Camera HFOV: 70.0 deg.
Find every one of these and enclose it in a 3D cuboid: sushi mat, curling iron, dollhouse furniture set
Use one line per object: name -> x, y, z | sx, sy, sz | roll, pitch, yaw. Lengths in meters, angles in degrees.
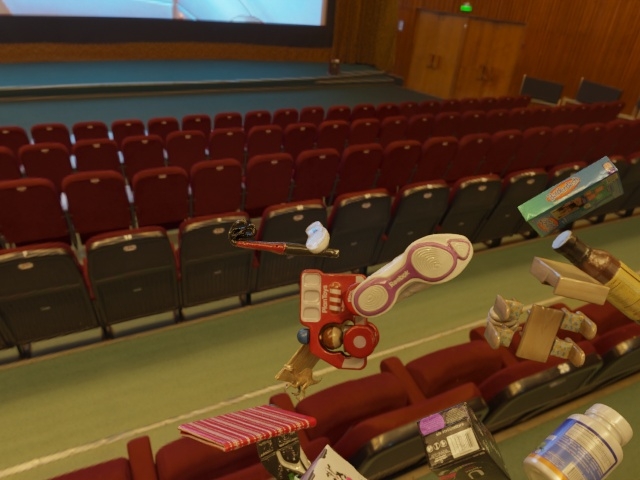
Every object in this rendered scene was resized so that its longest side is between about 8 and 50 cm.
sushi mat -> -0.014, 0.353, 1.537 | 0.019, 0.151, 0.316 | 35, 84, 40
curling iron -> -0.090, 0.005, 1.066 | 0.274, 0.068, 0.035 | 13, 15, 11
dollhouse furniture set -> 0.541, 0.182, 1.073 | 0.212, 0.242, 0.161 | 12, 15, 1

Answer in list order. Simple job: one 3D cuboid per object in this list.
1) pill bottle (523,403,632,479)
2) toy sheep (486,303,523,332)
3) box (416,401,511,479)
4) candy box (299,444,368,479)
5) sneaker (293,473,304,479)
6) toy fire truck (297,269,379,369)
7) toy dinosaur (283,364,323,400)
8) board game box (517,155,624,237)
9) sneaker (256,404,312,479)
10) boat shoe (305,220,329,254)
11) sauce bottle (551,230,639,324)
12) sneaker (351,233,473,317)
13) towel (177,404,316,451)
pill bottle -> 0.687, 0.562, 1.211 | 0.272, 0.152, 0.152 | -33, 44, -17
toy sheep -> 0.497, 0.220, 1.240 | 0.091, 0.132, 0.091 | -10, 27, 5
box -> 0.417, 0.615, 1.326 | 0.165, 0.270, 0.143 | -29, 37, 15
candy box -> 0.048, 0.318, 0.453 | 0.196, 0.070, 0.165 | 38, 1, 12
sneaker -> 0.029, 0.781, 1.378 | 0.256, 0.151, 0.094 | 12, -9, -10
toy fire truck -> 0.055, 0.245, 1.433 | 0.254, 0.302, 0.169 | 1, -4, 12
toy dinosaur -> -0.049, 0.424, 1.354 | 0.053, 0.183, 0.092 | 23, 79, 46
board game box -> 0.597, -0.096, 1.089 | 0.160, 0.210, 0.047 | 22, 40, -51
sneaker -> -0.130, 0.887, 1.856 | 0.169, 0.257, 0.447 | -25, 73, -8
boat shoe -> 0.000, 0.000, 0.906 | 0.049, 0.040, 0.142 | -33, 18, 7
sauce bottle -> 0.822, 0.101, 1.309 | 0.344, 0.111, 0.111 | 39, 37, 0
sneaker -> 0.212, 0.070, 1.092 | 0.305, 0.114, 0.152 | -30, -2, 13
towel -> -0.167, 0.443, 1.085 | 0.199, 0.031, 0.275 | -7, -9, 43
